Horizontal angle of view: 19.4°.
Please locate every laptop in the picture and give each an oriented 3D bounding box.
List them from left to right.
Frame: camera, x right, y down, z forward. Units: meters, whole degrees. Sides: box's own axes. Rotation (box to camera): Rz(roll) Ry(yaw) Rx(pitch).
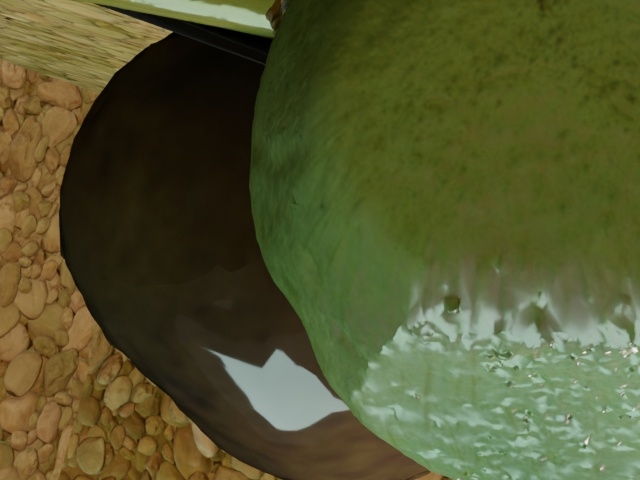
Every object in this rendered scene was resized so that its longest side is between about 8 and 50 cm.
[{"bbox_3d":[-0.056,-0.165,1.354,0.197,0.016,0.135,24,-150,25],"label":"laptop"}]

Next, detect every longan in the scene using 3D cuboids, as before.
[{"bbox_3d":[0.009,0.002,1.559,0.404,0.404,0.436,15,155,30],"label":"longan"}]

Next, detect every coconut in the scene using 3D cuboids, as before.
[{"bbox_3d":[0.136,-0.027,0.737,0.328,0.281,0.328,-18,164,-6],"label":"coconut"}]

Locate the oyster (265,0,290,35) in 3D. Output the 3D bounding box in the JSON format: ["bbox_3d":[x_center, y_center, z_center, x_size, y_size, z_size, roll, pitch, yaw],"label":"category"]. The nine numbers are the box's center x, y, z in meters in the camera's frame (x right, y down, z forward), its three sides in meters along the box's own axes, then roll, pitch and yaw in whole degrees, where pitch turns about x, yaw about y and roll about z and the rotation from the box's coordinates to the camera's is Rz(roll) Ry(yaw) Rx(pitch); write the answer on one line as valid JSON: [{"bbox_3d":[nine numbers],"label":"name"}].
[{"bbox_3d":[0.028,-0.138,0.925,0.165,0.053,0.108,-34,171,32],"label":"oyster"}]

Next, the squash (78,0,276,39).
[{"bbox_3d":[-0.112,-0.187,1.274,0.250,0.083,0.083,13,180,-5],"label":"squash"}]
